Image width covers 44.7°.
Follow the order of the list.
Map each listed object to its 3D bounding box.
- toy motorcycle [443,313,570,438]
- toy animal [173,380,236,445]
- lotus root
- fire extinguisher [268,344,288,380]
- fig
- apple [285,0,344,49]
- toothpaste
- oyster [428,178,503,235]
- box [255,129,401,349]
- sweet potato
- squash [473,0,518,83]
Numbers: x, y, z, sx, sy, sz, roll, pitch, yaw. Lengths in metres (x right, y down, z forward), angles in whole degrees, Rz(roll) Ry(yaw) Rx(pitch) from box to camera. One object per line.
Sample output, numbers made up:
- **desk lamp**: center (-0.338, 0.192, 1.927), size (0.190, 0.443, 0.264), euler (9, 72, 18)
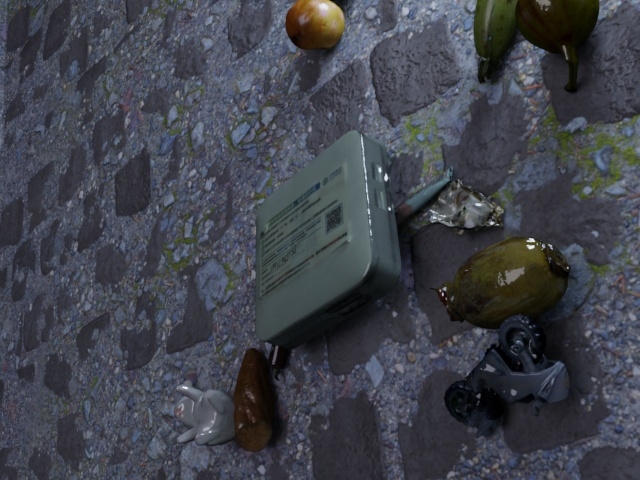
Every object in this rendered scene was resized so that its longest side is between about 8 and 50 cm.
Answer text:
- **toy motorcycle**: center (0.324, 0.250, 1.334), size (0.159, 0.106, 0.270), euler (42, 130, 19)
- **toy animal**: center (-0.305, 0.425, 1.919), size (0.282, 0.138, 0.140), euler (1, 83, 47)
- **lotus root**: center (0.310, 0.087, 1.375), size (0.278, 0.154, 0.154), euler (-26, 60, 40)
- **fire extinguisher**: center (-0.094, 0.245, 1.824), size (0.064, 0.043, 0.158), euler (2, 78, 63)
- **fig**: center (0.426, -0.394, 1.408), size (0.148, 0.142, 0.186), euler (121, 156, -54)
- **apple**: center (-0.016, -0.527, 1.913), size (0.146, 0.146, 0.146), euler (-16, 67, 42)
- **toothpaste**: center (0.199, -0.081, 1.624), size (0.205, 0.036, 0.056), euler (-40, 20, 30)
- **oyster**: center (0.280, -0.054, 1.522), size (0.108, 0.053, 0.166), euler (-44, 36, -7)
- **box**: center (0.001, 0.000, 1.714), size (0.396, 0.111, 0.396), euler (-34, 46, 39)
- **sweet potato**: center (-0.155, 0.363, 1.817), size (0.097, 0.097, 0.251), euler (-32, 45, 36)
- **squash**: center (0.358, -0.479, 1.545), size (0.094, 0.094, 0.340), euler (20, 94, 47)
